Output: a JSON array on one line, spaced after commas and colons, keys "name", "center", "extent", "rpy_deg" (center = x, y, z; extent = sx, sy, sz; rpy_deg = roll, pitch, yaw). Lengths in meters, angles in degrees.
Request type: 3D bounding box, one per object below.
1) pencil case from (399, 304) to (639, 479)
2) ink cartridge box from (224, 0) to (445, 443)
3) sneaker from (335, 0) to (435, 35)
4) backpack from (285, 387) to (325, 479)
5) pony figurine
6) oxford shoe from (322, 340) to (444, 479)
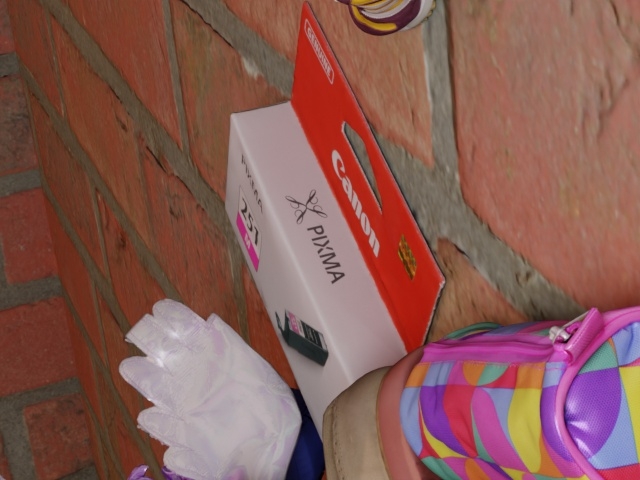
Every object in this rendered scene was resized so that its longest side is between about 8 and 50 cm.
[{"name": "pencil case", "center": [0.117, 0.082, 0.763], "extent": [0.236, 0.104, 0.104], "rpy_deg": [153, 102, -73]}, {"name": "ink cartridge box", "center": [0.000, 0.000, 1.150], "extent": [0.239, 0.060, 0.275], "rpy_deg": [98, 153, -54]}, {"name": "sneaker", "center": [0.029, -0.161, 0.871], "extent": [0.185, 0.083, 0.070], "rpy_deg": [139, 116, -71]}, {"name": "backpack", "center": [-0.042, 0.189, 1.378], "extent": [0.120, 0.101, 0.098], "rpy_deg": [-45, -51, -71]}, {"name": "pony figurine", "center": [-0.088, 0.258, 1.201], "extent": [0.351, 0.303, 0.363], "rpy_deg": [30, 144, 23]}, {"name": "oxford shoe", "center": [0.080, 0.244, 0.927], "extent": [0.130, 0.123, 0.348], "rpy_deg": [-27, 66, 50]}]
